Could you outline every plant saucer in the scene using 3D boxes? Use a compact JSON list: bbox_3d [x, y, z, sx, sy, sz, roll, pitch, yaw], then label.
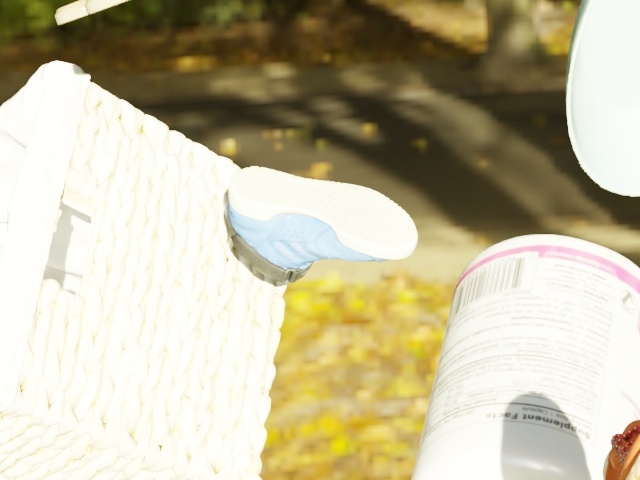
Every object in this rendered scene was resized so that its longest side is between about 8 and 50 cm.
[{"bbox_3d":[0.181,-0.115,0.971,0.195,0.195,0.037,-12,36,-39],"label":"plant saucer"}]

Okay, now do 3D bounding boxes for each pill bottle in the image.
[{"bbox_3d":[0.150,0.147,1.373,0.160,0.160,0.283,-1,45,18],"label":"pill bottle"}]

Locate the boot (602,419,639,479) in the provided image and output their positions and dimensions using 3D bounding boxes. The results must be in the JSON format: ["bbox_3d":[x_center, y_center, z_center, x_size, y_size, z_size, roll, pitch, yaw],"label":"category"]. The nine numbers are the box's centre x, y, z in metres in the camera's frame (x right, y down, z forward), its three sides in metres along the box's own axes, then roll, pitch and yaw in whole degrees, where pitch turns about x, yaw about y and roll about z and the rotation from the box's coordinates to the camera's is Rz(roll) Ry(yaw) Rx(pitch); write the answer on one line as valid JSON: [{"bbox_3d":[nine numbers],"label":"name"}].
[{"bbox_3d":[0.168,0.118,0.994,0.059,0.085,0.158,-10,-34,-3],"label":"boot"}]

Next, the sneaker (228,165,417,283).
[{"bbox_3d":[0.000,-0.001,1.525,0.152,0.085,0.058,14,49,8],"label":"sneaker"}]

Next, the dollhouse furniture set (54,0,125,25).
[{"bbox_3d":[-0.171,-0.248,1.242,0.161,0.212,0.242,-23,8,-21],"label":"dollhouse furniture set"}]

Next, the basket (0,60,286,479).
[{"bbox_3d":[-0.226,0.091,1.671,0.266,0.328,0.331,27,-38,-27],"label":"basket"}]
